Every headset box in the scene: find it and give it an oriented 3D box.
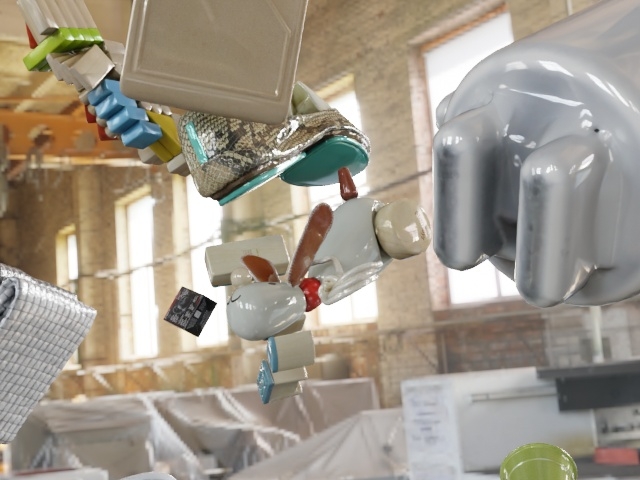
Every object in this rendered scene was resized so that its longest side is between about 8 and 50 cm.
[{"bbox_3d":[-0.205,0.109,1.470,0.032,0.062,0.083,35,-13,-33],"label":"headset box"}]

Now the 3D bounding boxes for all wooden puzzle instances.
[{"bbox_3d":[-0.133,-0.284,1.228,0.221,0.238,0.044,9,8,-11],"label":"wooden puzzle"}]

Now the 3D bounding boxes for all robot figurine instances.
[{"bbox_3d":[0.232,-0.082,0.724,0.353,0.199,0.300,-29,43,-35],"label":"robot figurine"}]

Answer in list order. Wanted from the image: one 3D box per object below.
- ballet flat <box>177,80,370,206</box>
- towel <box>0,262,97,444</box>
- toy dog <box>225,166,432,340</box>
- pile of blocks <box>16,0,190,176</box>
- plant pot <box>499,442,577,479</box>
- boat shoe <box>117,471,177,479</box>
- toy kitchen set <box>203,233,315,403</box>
[{"bbox_3d":[-0.063,-0.169,1.483,0.164,0.182,0.483,-30,-6,26],"label":"ballet flat"},{"bbox_3d":[-0.533,0.188,1.565,0.121,0.283,0.235,31,-5,23],"label":"towel"},{"bbox_3d":[0.000,0.000,1.261,0.220,0.161,0.334,-30,-3,27],"label":"toy dog"},{"bbox_3d":[-0.330,-0.212,1.376,0.113,0.362,0.149,-31,19,28],"label":"pile of blocks"},{"bbox_3d":[0.234,0.273,1.003,0.083,0.083,0.079,-6,23,11],"label":"plant pot"},{"bbox_3d":[-0.255,0.324,1.076,0.226,0.083,0.076,-30,8,4],"label":"boat shoe"},{"bbox_3d":[-0.101,0.127,1.448,0.122,0.207,0.166,-9,-29,-16],"label":"toy kitchen set"}]
